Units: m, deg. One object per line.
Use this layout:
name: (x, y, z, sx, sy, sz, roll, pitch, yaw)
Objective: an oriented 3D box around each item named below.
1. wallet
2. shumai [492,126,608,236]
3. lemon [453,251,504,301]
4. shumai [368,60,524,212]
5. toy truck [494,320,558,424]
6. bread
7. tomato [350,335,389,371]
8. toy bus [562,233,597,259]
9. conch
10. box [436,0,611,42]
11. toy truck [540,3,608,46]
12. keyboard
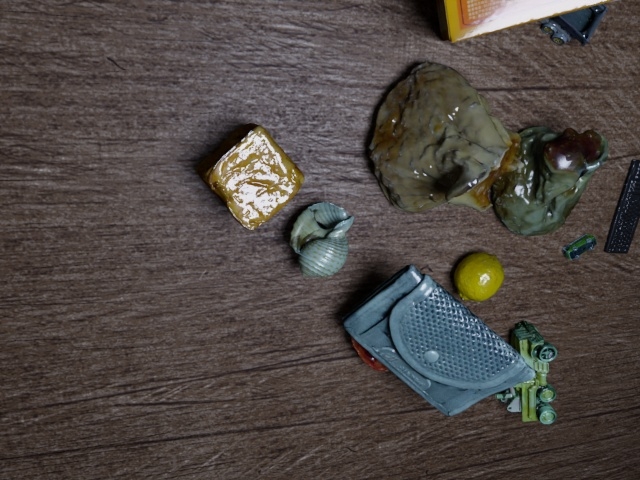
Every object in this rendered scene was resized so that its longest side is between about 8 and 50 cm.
wallet: (0.234, 0.223, 0.922, 0.342, 0.075, 0.237, 41, 125, -6)
shumai: (0.519, -0.113, 0.982, 0.222, 0.203, 0.272, -33, 116, -2)
lemon: (0.374, 0.087, 1.052, 0.109, 0.109, 0.133, 32, 100, -21)
shumai: (0.250, -0.189, 0.854, 0.267, 0.262, 0.314, -7, 107, -14)
toy truck: (0.535, 0.354, 1.175, 0.135, 0.128, 0.259, -5, 109, 1)
bread: (-0.133, -0.125, 0.832, 0.158, 0.149, 0.143, -38, 116, -1)
tomato: (0.154, 0.208, 1.040, 0.166, 0.082, 0.174, -34, 106, 13)
toy bus: (0.671, 0.017, 1.148, 0.083, 0.037, 0.031, -30, 113, -3)
conch: (-0.003, 0.003, 0.931, 0.135, 0.102, 0.153, 32, 64, -11)
box: (0.334, -0.474, 0.739, 0.284, 0.259, 0.213, -8, 114, 15)
toy truck: (0.499, -0.487, 0.916, 0.192, 0.092, 0.083, 27, 99, -20)
keyboard: (0.812, -0.085, 1.166, 0.087, 0.017, 0.250, 3, 107, -17)
